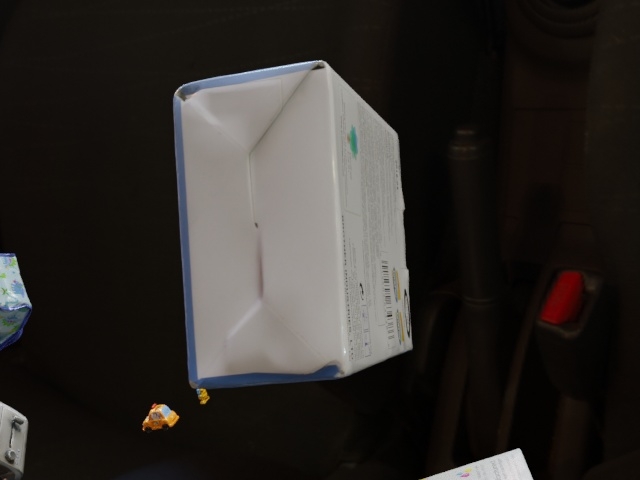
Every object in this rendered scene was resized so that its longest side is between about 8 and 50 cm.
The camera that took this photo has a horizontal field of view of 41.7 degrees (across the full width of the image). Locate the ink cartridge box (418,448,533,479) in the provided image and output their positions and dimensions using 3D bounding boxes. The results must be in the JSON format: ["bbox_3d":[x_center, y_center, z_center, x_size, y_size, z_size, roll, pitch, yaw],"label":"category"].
[{"bbox_3d":[0.130,0.289,0.798,0.175,0.072,0.127,-19,27,6],"label":"ink cartridge box"}]

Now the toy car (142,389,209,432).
[{"bbox_3d":[-0.245,0.273,1.397,0.060,0.122,0.040,-7,106,33],"label":"toy car"}]

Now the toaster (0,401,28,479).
[{"bbox_3d":[-0.667,0.403,1.618,0.227,0.129,0.146,-22,45,21],"label":"toaster"}]

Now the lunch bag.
[{"bbox_3d":[-0.578,0.116,1.475,0.151,0.096,0.128,-50,53,30],"label":"lunch bag"}]

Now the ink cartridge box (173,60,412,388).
[{"bbox_3d":[0.000,0.000,0.886,0.151,0.395,0.269,-4,86,17],"label":"ink cartridge box"}]
